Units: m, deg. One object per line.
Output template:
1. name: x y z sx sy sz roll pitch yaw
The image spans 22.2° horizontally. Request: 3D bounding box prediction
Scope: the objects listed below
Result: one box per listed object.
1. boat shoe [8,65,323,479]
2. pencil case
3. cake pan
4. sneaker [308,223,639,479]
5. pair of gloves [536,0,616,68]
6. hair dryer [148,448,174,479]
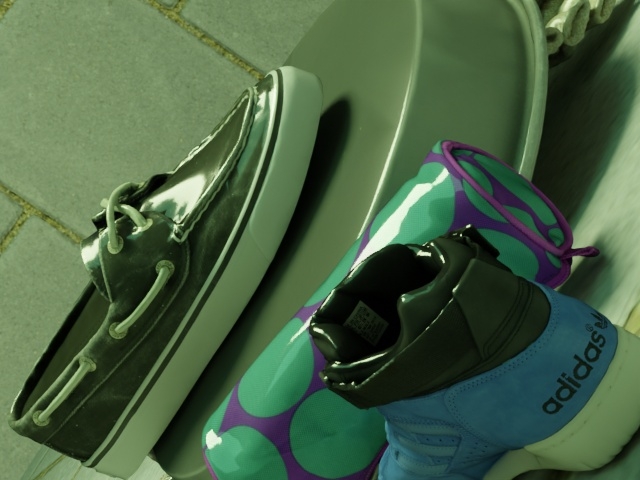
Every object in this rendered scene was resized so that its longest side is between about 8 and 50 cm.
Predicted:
1. boat shoe: -0.072 0.012 0.737 0.219 0.070 0.078 -60 19 18
2. pencil case: 0.026 0.038 0.591 0.151 0.070 0.064 -52 -15 15
3. cake pan: 0.000 0.000 0.754 0.293 0.054 0.293 -54 21 32
4. sneaker: 0.032 0.041 0.501 0.058 0.084 0.152 -58 7 -22
5. pair of gloves: 0.059 -0.030 0.816 0.204 0.042 0.240 -32 30 58
6. hair dryer: -0.076 0.072 1.117 0.293 0.080 0.223 -48 9 43
